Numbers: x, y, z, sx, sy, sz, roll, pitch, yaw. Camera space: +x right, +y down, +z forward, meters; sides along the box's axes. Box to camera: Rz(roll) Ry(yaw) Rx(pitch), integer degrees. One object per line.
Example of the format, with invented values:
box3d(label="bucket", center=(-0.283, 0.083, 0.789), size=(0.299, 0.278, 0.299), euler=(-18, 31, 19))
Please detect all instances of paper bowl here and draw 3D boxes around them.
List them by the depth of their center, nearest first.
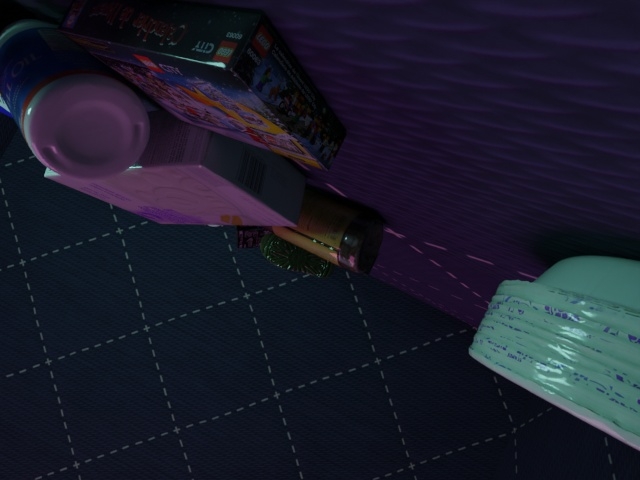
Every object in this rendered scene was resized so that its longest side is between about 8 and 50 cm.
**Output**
box3d(label="paper bowl", center=(0.306, 0.116, 0.391), size=(0.284, 0.148, 0.284), euler=(26, 176, 2))

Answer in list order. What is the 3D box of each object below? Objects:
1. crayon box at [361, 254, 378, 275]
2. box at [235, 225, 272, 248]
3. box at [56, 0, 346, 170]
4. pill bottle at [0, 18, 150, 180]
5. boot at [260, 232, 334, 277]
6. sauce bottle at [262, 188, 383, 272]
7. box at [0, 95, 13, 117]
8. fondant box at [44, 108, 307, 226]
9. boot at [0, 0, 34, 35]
box3d(label="crayon box", center=(0.000, 0.000, 1.315), size=(0.323, 0.083, 0.203), euler=(28, 175, -17))
box3d(label="box", center=(-0.182, -0.041, 1.229), size=(0.147, 0.077, 0.180), euler=(-4, 163, -12))
box3d(label="box", center=(-0.107, -0.148, 0.384), size=(0.233, 0.044, 0.159), euler=(24, 175, 28))
box3d(label="pill bottle", center=(-0.307, -0.178, 0.486), size=(0.221, 0.124, 0.124), euler=(43, -175, 30))
box3d(label="boot", center=(-0.081, 0.051, 1.271), size=(0.236, 0.089, 0.269), euler=(27, 177, -9))
box3d(label="sauce bottle", center=(-0.048, -0.052, 0.787), size=(0.344, 0.111, 0.111), euler=(26, 176, 27))
box3d(label="box", center=(-0.602, -0.313, 0.797), size=(0.126, 0.072, 0.137), euler=(26, 141, 15))
box3d(label="fondant box", center=(-0.223, -0.102, 0.658), size=(0.330, 0.096, 0.238), euler=(3, 165, 28))
box3d(label="boot", center=(-0.486, -0.288, 0.650), size=(0.280, 0.096, 0.264), euler=(26, 176, 24))
